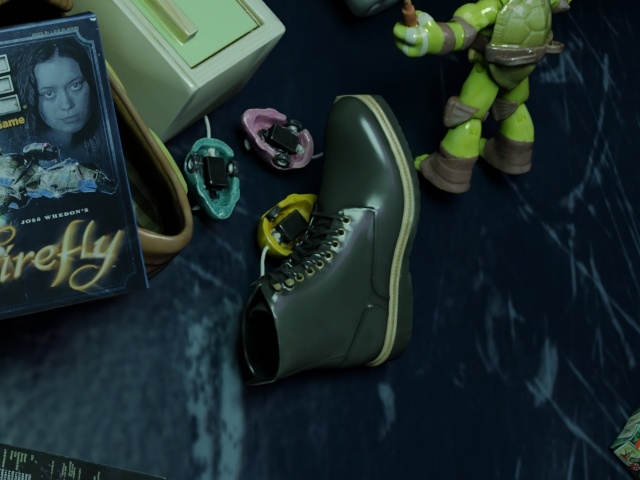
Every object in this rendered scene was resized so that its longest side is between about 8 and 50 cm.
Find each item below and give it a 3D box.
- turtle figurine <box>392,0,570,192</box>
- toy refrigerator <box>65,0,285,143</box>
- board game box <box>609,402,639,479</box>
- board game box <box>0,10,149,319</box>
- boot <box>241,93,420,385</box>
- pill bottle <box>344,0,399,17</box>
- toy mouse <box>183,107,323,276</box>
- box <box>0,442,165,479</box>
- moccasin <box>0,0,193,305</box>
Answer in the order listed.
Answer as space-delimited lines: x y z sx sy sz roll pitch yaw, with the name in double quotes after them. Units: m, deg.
0.150 -0.154 1.142 0.087 0.217 0.269 26 36 28 "turtle figurine"
-0.157 -0.204 1.005 0.269 0.094 0.102 49 51 3 "toy refrigerator"
0.355 0.144 1.265 0.136 0.030 0.259 48 52 -5 "board game box"
-0.233 -0.029 0.828 0.243 0.042 0.165 -12 104 -11 "board game box"
0.000 0.000 1.014 0.137 0.077 0.198 -11 96 -44 "boot"
0.020 -0.316 1.168 0.136 0.136 0.245 -33 90 -39 "pill bottle"
-0.055 -0.053 1.070 0.143 0.031 0.161 47 52 -8 "toy mouse"
-0.178 0.216 0.838 0.147 0.077 0.180 16 62 -28 "box"
-0.217 -0.132 0.920 0.139 0.147 0.380 -32 90 -39 "moccasin"
